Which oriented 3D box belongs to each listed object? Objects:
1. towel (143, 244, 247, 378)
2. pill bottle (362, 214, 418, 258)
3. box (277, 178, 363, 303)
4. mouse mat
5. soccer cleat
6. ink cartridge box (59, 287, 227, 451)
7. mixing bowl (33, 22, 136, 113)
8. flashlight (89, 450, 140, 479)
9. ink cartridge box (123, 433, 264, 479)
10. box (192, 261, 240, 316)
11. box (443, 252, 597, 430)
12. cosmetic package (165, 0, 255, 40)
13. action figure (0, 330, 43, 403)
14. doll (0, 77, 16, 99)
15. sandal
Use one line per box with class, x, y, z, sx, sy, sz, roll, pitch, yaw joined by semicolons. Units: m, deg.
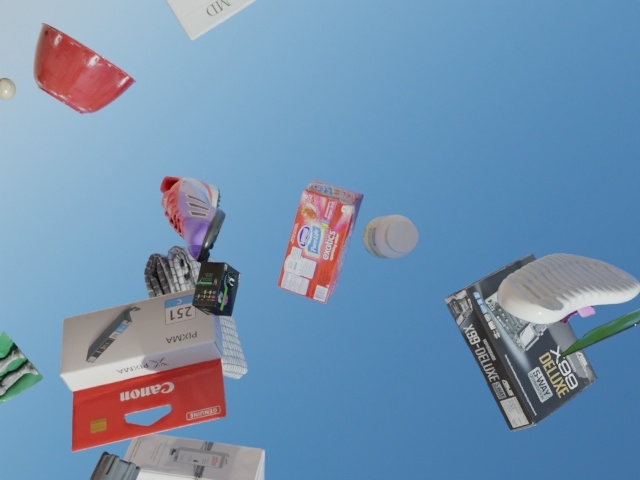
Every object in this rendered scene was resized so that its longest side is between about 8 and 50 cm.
towel;-0.264;0.163;2.167;0.121;0.284;0.235;-19;169;7
pill bottle;0.168;-0.008;2.420;0.103;0.103;0.184;-51;-171;-8
box;0.000;0.000;2.429;0.122;0.128;0.257;-49;156;-68
mouse mat;0.479;0.145;1.695;0.152;0.007;0.189;-31;173;31
soccer cleat;-0.253;-0.047;1.974;0.109;0.116;0.318;-64;-165;15
ink cartridge box;-0.326;0.228;1.883;0.296;0.066;0.261;-14;-132;4
mixing bowl;-0.414;-0.277;1.736;0.098;0.181;0.181;-59;-157;-2
flashlight;-0.424;0.530;1.838;0.103;0.103;0.304;0;-119;52
ink cartridge box;-0.260;0.525;2.139;0.117;0.283;0.207;-74;168;-55
box;-0.184;0.086;1.822;0.052;0.062;0.083;1;-110;26
box;0.420;0.208;2.146;0.242;0.307;0.076;-22;174;-40
cosmetic package;-0.246;-0.600;1.764;0.230;0.453;0.161;-31;-165;7
action figure;-0.619;0.282;1.834;0.232;0.137;0.063;-39;-143;-13
doll;-0.581;-0.239;1.658;0.189;0.129;0.046;-11;172;-44
sandal;0.469;0.108;2.007;0.169;0.416;0.102;38;-60;37
